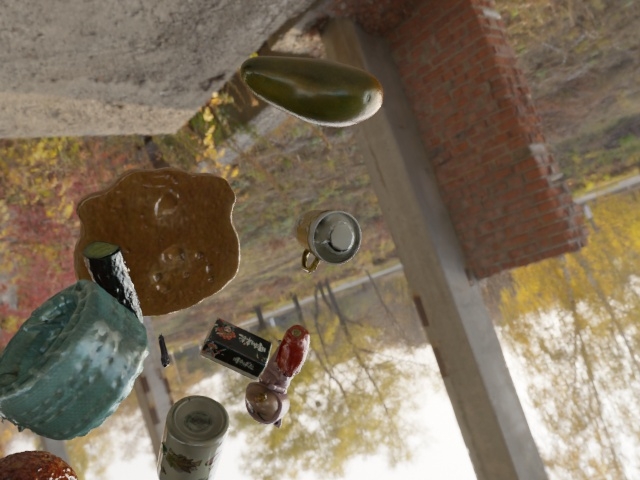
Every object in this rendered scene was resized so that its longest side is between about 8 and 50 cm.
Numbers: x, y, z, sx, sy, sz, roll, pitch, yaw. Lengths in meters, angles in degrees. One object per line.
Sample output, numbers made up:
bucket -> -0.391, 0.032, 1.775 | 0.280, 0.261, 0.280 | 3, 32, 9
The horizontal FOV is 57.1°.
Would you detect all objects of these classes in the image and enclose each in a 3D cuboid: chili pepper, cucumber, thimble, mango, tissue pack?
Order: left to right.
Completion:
thimble -> -0.385, 0.188, 0.904 | 0.198, 0.143, 0.235 | 4, -129, 48
cucumber -> -0.425, 0.104, 1.200 | 0.078, 0.211, 0.062 | 13, -142, 20
tissue pack -> -0.222, 0.287, 1.559 | 0.090, 0.170, 0.103 | -56, -169, 29
chili pepper -> -0.067, 0.271, 1.461 | 0.070, 0.123, 0.073 | 16, -155, -6
mango -> -0.017, -0.307, 1.192 | 0.289, 0.129, 0.146 | 15, -146, -4

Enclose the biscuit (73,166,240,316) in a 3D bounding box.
biscuit -> -0.383, 0.006, 1.397 | 0.385, 0.365, 0.062 | -7, -160, -22

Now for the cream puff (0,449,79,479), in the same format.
cream puff -> -0.642, 0.552, 1.264 | 0.240, 0.164, 0.240 | -20, 137, -19

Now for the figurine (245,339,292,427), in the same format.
figurine -> -0.175, 0.494, 1.999 | 0.186, 0.176, 0.287 | 0, 118, -57

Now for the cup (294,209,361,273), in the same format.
cup -> 0.000, 0.000, 2.054 | 0.185, 0.241, 0.226 | 34, 175, -26

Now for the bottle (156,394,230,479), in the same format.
bottle -> -0.252, 0.422, 1.136 | 0.120, 0.120, 0.253 | -13, 134, -37

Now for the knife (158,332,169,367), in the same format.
knife -> -0.533, 0.371, 1.991 | 0.018, 0.121, 0.031 | -30, 153, 18
